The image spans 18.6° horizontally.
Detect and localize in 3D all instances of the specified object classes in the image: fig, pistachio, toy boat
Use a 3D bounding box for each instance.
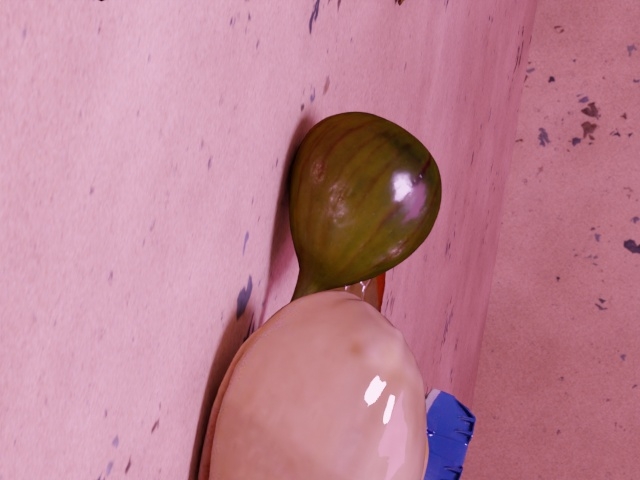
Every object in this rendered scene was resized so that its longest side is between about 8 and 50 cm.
[{"bbox_3d":[0.000,0.000,1.779,0.259,0.151,0.151,-49,164,-8],"label":"fig"},{"bbox_3d":[-0.013,0.200,1.669,0.193,0.214,0.318,17,-92,58],"label":"pistachio"},{"bbox_3d":[0.080,0.275,2.195,0.295,0.088,0.129,122,-11,-59],"label":"toy boat"}]

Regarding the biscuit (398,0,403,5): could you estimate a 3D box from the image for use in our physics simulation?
[{"bbox_3d":[0.116,-0.394,2.178,0.232,0.013,0.237,87,18,-52],"label":"biscuit"}]

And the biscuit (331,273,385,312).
[{"bbox_3d":[0.007,0.217,2.058,0.394,0.076,0.368,-67,163,-49],"label":"biscuit"}]
